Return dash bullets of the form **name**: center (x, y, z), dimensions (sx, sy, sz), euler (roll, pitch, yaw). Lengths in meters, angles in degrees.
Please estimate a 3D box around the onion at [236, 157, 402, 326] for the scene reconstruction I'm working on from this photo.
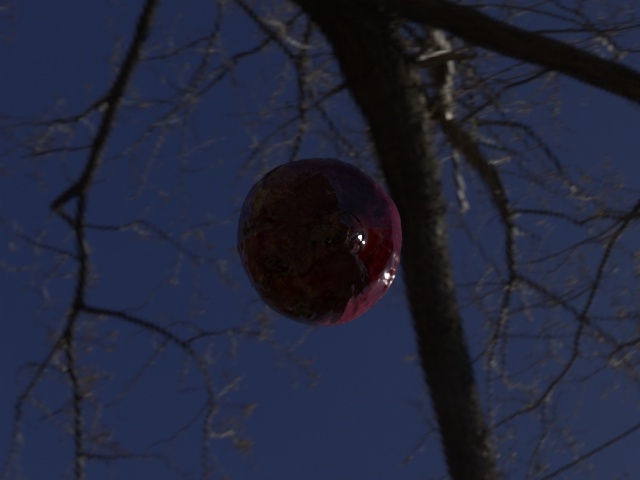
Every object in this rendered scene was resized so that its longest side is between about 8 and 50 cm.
- **onion**: center (0.000, 0.000, 0.871), dimensions (0.097, 0.107, 0.107), euler (173, -100, -76)
